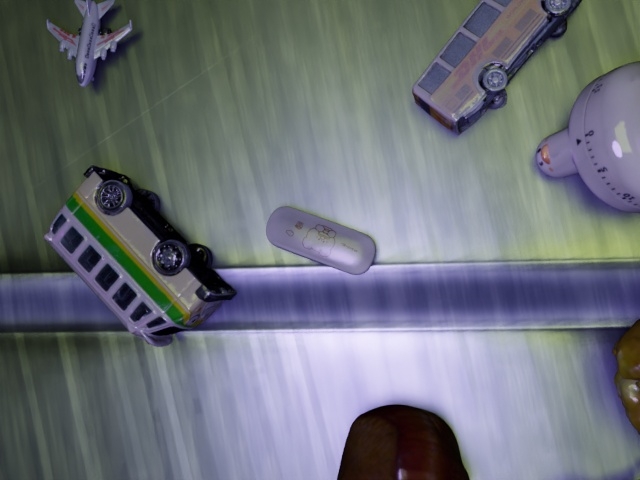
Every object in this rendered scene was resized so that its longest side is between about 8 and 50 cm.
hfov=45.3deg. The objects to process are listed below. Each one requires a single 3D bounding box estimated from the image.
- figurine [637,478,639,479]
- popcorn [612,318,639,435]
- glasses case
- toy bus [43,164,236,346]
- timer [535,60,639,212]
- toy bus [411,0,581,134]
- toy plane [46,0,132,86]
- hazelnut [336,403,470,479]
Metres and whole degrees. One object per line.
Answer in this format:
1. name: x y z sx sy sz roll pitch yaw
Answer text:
1. figurine: 0.372 0.482 1.165 0.207 0.166 0.387 37 89 -24
2. popcorn: 0.575 0.187 1.095 0.274 0.335 0.279 39 130 24
3. glasses case: 0.000 0.000 1.308 0.193 0.049 0.074 21 88 11
4. toy bus: -0.309 0.036 1.304 0.305 0.143 0.179 45 95 9
5. timer: 0.486 -0.156 1.202 0.233 0.240 0.233 4 80 -22
6. toy bus: 0.302 -0.336 1.275 0.138 0.097 0.342 39 92 17
7. toy plane: -0.421 -0.361 1.396 0.162 0.065 0.171 3 87 8
8. hazelnut: 0.129 0.377 1.189 0.229 0.229 0.229 -1 85 8
